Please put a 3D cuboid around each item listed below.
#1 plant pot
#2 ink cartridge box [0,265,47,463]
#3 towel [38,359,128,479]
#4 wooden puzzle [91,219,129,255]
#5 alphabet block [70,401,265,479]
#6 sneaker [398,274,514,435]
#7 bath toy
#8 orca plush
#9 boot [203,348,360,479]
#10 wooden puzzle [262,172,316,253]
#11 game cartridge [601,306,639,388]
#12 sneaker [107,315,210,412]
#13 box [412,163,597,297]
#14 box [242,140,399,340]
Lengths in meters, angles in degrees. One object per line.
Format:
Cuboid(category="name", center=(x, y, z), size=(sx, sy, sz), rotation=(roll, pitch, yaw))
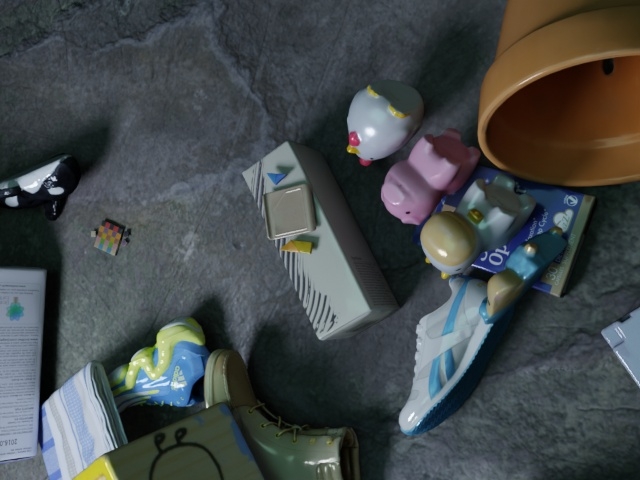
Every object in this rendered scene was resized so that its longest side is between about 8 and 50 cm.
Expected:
Cuboid(category="plant pot", center=(0.325, -0.215, 0.891), size=(0.290, 0.291, 0.204), rotation=(-8, 66, 25))
Cuboid(category="ink cartridge box", center=(-0.625, 0.237, 1.292), size=(0.151, 0.269, 0.396), rotation=(-5, 82, 43))
Cuboid(category="towel", center=(-0.394, 0.332, 1.257), size=(0.285, 0.034, 0.209), rotation=(-36, 70, 44))
Cuboid(category="wooden puzzle", center=(-0.367, -0.004, 1.343), size=(0.083, 0.006, 0.049), rotation=(22, 95, 26))
Cuboid(category="alphabet block", center=(-0.205, 0.362, 1.046), size=(0.193, 0.197, 0.192), rotation=(-44, 72, 42))
Cuboid(category="sneaker", center=(0.166, 0.156, 1.035), size=(0.092, 0.087, 0.229), rotation=(32, 93, 31))
Cuboid(category="bath toy", center=(0.145, -0.061, 1.001), size=(0.348, 0.151, 0.129), rotation=(52, 138, 25))
Cuboid(category="orca plush", center=(-0.518, -0.068, 1.373), size=(0.287, 0.151, 0.102), rotation=(-19, 109, 20))
Cuboid(category="boot", center=(-0.053, 0.272, 1.115), size=(0.203, 0.095, 0.262), rotation=(-14, 86, 25))
Cuboid(category="wooden puzzle", center=(-0.043, -0.038, 1.065), size=(0.078, 0.014, 0.117), rotation=(-4, 85, 23))
Cuboid(category="game cartridge", center=(0.507, 0.107, 0.886), size=(0.297, 0.062, 0.198), rotation=(-37, 76, 19))
Cuboid(category="sneaker", center=(-0.259, 0.234, 1.226), size=(0.240, 0.091, 0.126), rotation=(-45, 75, 21))
Cuboid(category="box", center=(0.237, -0.025, 1.037), size=(0.225, 0.036, 0.137), rotation=(20, 95, 27))
Cuboid(category="box", center=(0.000, 0.000, 1.109), size=(0.094, 0.113, 0.275), rotation=(-33, 71, 21))
